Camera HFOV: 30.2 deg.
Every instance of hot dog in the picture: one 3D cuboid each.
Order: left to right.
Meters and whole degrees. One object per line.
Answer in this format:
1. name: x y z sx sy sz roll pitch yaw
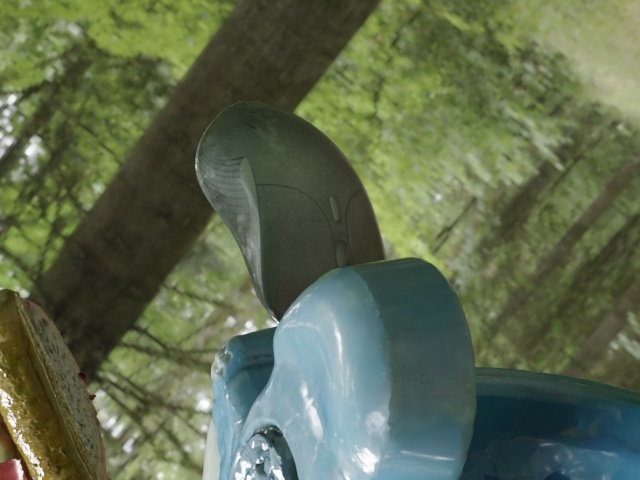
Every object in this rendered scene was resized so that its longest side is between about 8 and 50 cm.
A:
1. hot dog: -0.260 0.181 1.125 0.286 0.061 0.088 69 164 -13

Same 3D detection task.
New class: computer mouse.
1. computer mouse: 0.000 0.000 1.151 0.167 0.090 0.379 -4 -123 -37

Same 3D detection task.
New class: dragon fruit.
1. dragon fruit: -0.413 0.233 1.442 0.305 0.226 0.305 -24 -90 -84

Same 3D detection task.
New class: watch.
1. watch: 0.067 0.106 0.420 0.193 0.211 0.211 4 -156 -18
